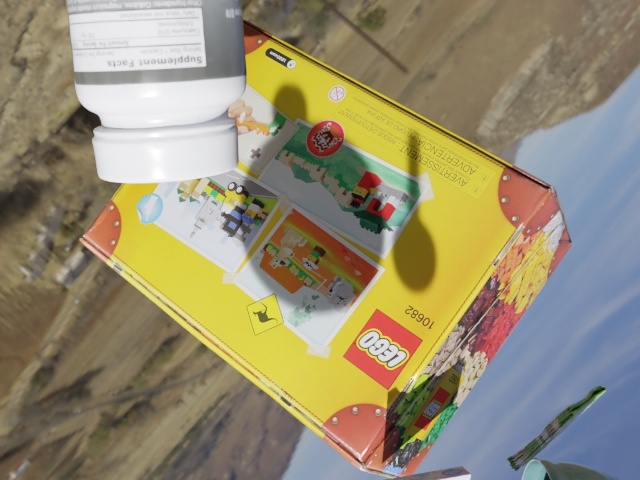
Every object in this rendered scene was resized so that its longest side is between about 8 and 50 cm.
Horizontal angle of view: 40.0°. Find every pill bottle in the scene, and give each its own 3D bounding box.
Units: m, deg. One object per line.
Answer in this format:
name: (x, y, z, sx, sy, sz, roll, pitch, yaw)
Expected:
pill bottle: (-0.152, -0.204, 0.819, 0.161, 0.161, 0.283, -40, 129, -67)

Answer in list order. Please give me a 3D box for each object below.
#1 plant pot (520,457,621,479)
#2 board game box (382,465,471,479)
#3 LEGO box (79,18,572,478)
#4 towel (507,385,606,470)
plant pot: (0.454, 0.505, 1.439, 0.293, 0.197, 0.292, 180, -90, -87)
board game box: (0.102, 0.272, 0.867, 0.020, 0.090, 0.090, -145, -125, -62)
LEGO box: (0.000, 0.000, 1.128, 0.372, 0.500, 0.193, -54, 152, -3)
towel: (0.347, 0.274, 1.300, 0.113, 0.023, 0.152, -18, 149, -48)
